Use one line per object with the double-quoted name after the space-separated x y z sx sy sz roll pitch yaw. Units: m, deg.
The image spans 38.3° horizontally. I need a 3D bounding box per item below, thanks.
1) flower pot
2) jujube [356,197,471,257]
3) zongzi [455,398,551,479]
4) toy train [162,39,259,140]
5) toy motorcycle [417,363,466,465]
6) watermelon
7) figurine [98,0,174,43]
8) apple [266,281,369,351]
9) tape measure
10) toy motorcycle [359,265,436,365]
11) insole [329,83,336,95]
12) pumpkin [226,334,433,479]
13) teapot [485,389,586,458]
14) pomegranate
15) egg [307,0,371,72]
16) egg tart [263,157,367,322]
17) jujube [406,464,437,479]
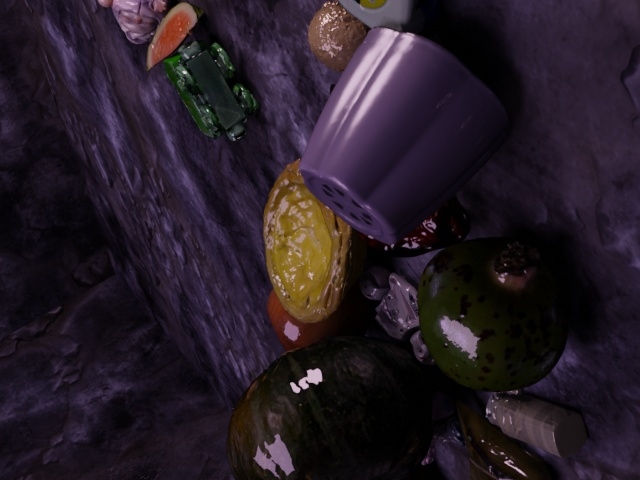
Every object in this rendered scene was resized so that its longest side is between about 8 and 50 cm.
0.102 -0.143 1.366 0.265 0.243 0.265 39 170 8 "flower pot"
0.154 -0.046 1.603 0.236 0.168 0.168 20 136 53 "jujube"
0.366 0.416 1.840 0.205 0.094 0.205 -4 107 61 "zongzi"
-0.252 -0.342 2.096 0.243 0.132 0.188 60 165 -25 "toy train"
0.252 0.413 2.039 0.204 0.108 0.239 35 148 45 "toy motorcycle"
-0.325 -0.468 2.094 0.063 0.119 0.245 26 146 -30 "watermelon"
-0.413 -0.573 2.151 0.276 0.200 0.133 123 155 -64 "figurine"
0.003 0.173 2.136 0.253 0.253 0.254 46 155 29 "apple"
0.040 -0.446 1.381 0.351 0.098 0.215 39 153 24 "tape measure"
0.175 0.143 1.895 0.254 0.112 0.112 49 156 25 "toy motorcycle"
0.093 -0.195 1.734 0.253 0.005 0.086 52 158 17 "insole"
0.016 0.378 1.908 0.344 0.454 0.454 62 161 23 "pumpkin"
0.383 0.317 1.685 0.200 0.077 0.107 9 123 62 "teapot"
0.273 0.104 1.451 0.254 0.254 0.271 45 143 30 "pomegranate"
0.039 -0.340 1.531 0.140 0.118 0.116 31 -170 33 "egg"
0.000 0.000 1.939 0.345 0.132 0.346 19 112 58 "egg tart"
0.210 0.631 2.314 0.197 0.197 0.290 143 110 -68 "jujube"
